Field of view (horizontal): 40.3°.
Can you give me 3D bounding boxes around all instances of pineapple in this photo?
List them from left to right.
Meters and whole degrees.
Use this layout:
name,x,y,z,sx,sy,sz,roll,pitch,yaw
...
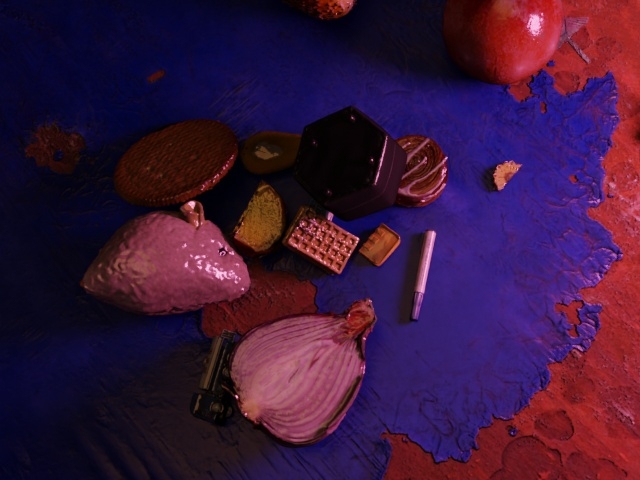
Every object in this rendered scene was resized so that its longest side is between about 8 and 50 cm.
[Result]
name,x,y,z,sx,sy,sz,roll,pitch,yaw
pineapple,0.406,-0.148,1.934,0.045,0.019,0.083,37,82,11

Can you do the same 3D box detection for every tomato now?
name,x,y,z,sx,sy,sz,roll,pitch,yaw
tomato,0.397,-0.479,1.911,0.265,0.265,0.264,-2,74,8

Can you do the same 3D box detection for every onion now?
name,x,y,z,sx,sy,sz,roll,pitch,yaw
onion,-0.020,0.261,1.814,0.349,0.159,0.267,-36,83,-10

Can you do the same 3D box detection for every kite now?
name,x,y,z,sx,sy,sz,roll,pitch,yaw
kite,0.573,-0.467,2.005,0.137,0.005,0.152,-44,74,-4

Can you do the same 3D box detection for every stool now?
name,x,y,z,sx,sy,sz,roll,pitch,yaw
stool,0.060,-0.162,1.866,0.232,0.141,0.232,-7,73,24

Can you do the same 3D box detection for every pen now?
name,x,y,z,sx,sy,sz,roll,pitch,yaw
pen,0.222,0.076,1.896,0.025,0.025,0.204,10,77,11

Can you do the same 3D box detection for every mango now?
name,x,y,z,sx,sy,sz,roll,pitch,yaw
mango,-0.106,-0.206,2.002,0.161,0.076,0.103,-12,66,-3

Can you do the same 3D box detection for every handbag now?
name,x,y,z,sx,sy,sz,roll,pitch,yaw
handbag,0.131,0.010,1.926,0.061,0.027,0.083,40,85,16

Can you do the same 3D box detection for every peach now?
name,x,y,z,sx,sy,sz,roll,pitch,yaw
peach,-0.134,-0.043,1.947,0.127,0.092,0.172,2,76,-2

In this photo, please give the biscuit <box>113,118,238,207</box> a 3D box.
name,x,y,z,sx,sy,sz,roll,pitch,yaw
biscuit,-0.326,-0.175,1.978,0.305,0.038,0.305,-10,41,9

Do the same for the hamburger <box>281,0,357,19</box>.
name,x,y,z,sx,sy,sz,roll,pitch,yaw
hamburger,-0.033,-0.626,2.004,0.300,0.300,0.176,31,92,16

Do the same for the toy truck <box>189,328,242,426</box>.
name,x,y,z,sx,sy,sz,roll,pitch,yaw
toy truck,-0.217,0.292,1.876,0.088,0.074,0.201,12,76,17

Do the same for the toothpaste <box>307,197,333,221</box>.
name,x,y,z,sx,sy,sz,roll,pitch,yaw
toothpaste,0.034,-0.149,1.980,0.069,0.047,0.268,22,82,3

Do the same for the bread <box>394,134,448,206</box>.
name,x,y,z,sx,sy,sz,roll,pitch,yaw
bread,0.207,-0.154,1.937,0.161,0.073,0.160,-2,75,8

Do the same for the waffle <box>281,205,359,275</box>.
name,x,y,z,sx,sy,sz,roll,pitch,yaw
waffle,0.000,0.000,1.907,0.148,0.042,0.102,33,81,-16

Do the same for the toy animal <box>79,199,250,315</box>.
name,x,y,z,sx,sy,sz,roll,pitch,yaw
toy animal,-0.343,0.048,1.892,0.359,0.188,0.226,-5,72,-26
